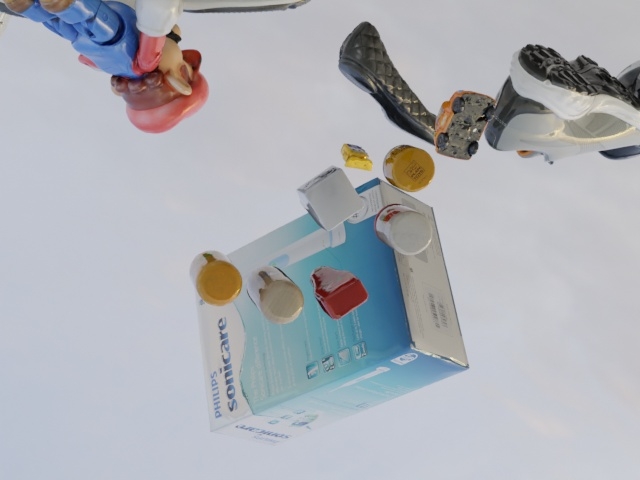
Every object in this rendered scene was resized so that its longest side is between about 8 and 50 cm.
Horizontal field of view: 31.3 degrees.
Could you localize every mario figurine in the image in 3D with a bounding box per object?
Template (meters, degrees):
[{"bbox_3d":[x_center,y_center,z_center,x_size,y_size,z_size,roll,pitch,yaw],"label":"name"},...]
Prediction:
[{"bbox_3d":[-0.249,-0.273,1.465,0.198,0.170,0.320,52,-173,37],"label":"mario figurine"}]

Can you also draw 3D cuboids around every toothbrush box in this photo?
[{"bbox_3d":[0.002,0.092,1.350,0.126,0.296,0.216,26,-134,-49],"label":"toothbrush box"}]

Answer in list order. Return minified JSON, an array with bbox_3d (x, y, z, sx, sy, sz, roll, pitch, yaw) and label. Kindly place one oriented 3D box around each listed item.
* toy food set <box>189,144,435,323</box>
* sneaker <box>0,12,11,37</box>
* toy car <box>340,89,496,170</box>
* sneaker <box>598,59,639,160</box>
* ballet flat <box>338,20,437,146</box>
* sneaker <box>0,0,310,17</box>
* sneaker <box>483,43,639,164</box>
[{"bbox_3d":[0.000,0.000,1.027,0.111,0.232,0.104,56,174,-15],"label":"toy food set"},{"bbox_3d":[-0.486,-0.367,1.714,0.065,0.158,0.061,33,-179,1],"label":"sneaker"},{"bbox_3d":[0.073,-0.092,0.892,0.122,0.060,0.040,-6,-147,-15],"label":"toy car"},{"bbox_3d":[0.400,-0.164,1.349,0.124,0.283,0.107,-38,-91,-36],"label":"sneaker"},{"bbox_3d":[0.077,-0.136,1.056,0.057,0.049,0.173,23,169,42],"label":"ballet flat"},{"bbox_3d":[-0.232,-0.431,1.515,0.448,0.257,0.169,-6,-159,-11],"label":"sneaker"},{"bbox_3d":[0.261,-0.131,1.199,0.272,0.108,0.100,3,-140,-47],"label":"sneaker"}]
